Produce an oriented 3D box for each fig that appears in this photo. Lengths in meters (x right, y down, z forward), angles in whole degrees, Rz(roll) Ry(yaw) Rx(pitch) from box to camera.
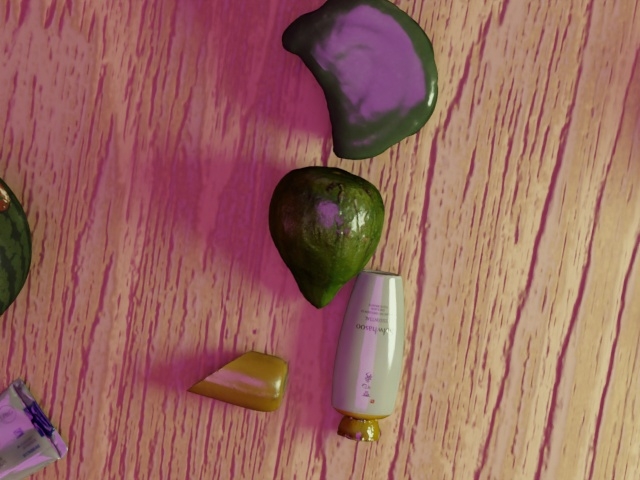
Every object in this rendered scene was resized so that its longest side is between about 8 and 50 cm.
[{"bbox_3d":[0.000,0.000,1.643,0.123,0.123,0.156,15,107,1],"label":"fig"}]

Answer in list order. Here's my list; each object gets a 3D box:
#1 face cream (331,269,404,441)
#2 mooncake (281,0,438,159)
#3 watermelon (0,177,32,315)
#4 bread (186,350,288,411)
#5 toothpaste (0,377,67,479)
[{"bbox_3d":[0.052,0.124,1.681,0.072,0.051,0.182,8,96,-2],"label":"face cream"},{"bbox_3d":[0.039,-0.171,1.632,0.168,0.104,0.175,8,97,-2],"label":"mooncake"},{"bbox_3d":[-0.404,0.004,1.614,0.212,0.212,0.212,0,95,2],"label":"watermelon"},{"bbox_3d":[-0.087,0.147,1.690,0.103,0.049,0.062,15,95,-1],"label":"bread"},{"bbox_3d":[-0.433,0.280,1.710,0.323,0.066,0.100,-34,88,0],"label":"toothpaste"}]
